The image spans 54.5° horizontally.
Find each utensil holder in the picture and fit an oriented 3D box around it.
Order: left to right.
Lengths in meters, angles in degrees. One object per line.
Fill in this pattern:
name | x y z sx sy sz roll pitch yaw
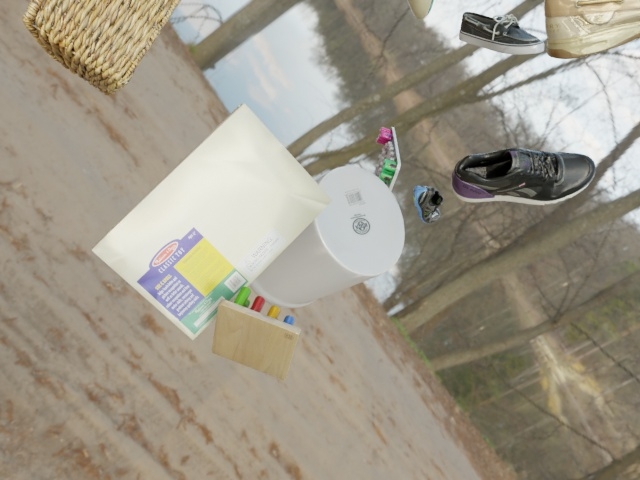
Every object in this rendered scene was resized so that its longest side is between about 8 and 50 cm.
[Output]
utensil holder | 0.000 0.000 1.750 0.328 0.385 0.327 12 68 -33

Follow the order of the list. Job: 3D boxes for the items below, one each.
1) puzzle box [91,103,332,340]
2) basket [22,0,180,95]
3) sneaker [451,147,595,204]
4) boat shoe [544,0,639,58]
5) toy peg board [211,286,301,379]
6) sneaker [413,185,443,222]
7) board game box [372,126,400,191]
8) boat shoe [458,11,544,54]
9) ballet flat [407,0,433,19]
puzzle box | -0.209 -0.036 1.240 0.272 0.409 0.052 48 -7 -19
basket | -0.449 -0.487 1.294 0.223 0.299 0.213 33 -9 -28
sneaker | 0.406 -0.132 1.231 0.124 0.284 0.107 61 23 -73
boat shoe | 0.528 -0.393 0.997 0.121 0.341 0.110 -117 -172 -66
toy peg board | -0.119 0.175 1.224 0.161 0.161 0.079 20 44 4
sneaker | 0.324 -0.103 1.819 0.188 0.078 0.067 49 43 -58
board game box | 0.181 -0.167 2.179 0.050 0.389 0.390 16 28 -5
boat shoe | 0.579 -0.672 1.988 0.306 0.113 0.104 37 -42 44
ballet flat | 0.189 -0.555 1.195 0.086 0.086 0.248 -99 -165 -57
